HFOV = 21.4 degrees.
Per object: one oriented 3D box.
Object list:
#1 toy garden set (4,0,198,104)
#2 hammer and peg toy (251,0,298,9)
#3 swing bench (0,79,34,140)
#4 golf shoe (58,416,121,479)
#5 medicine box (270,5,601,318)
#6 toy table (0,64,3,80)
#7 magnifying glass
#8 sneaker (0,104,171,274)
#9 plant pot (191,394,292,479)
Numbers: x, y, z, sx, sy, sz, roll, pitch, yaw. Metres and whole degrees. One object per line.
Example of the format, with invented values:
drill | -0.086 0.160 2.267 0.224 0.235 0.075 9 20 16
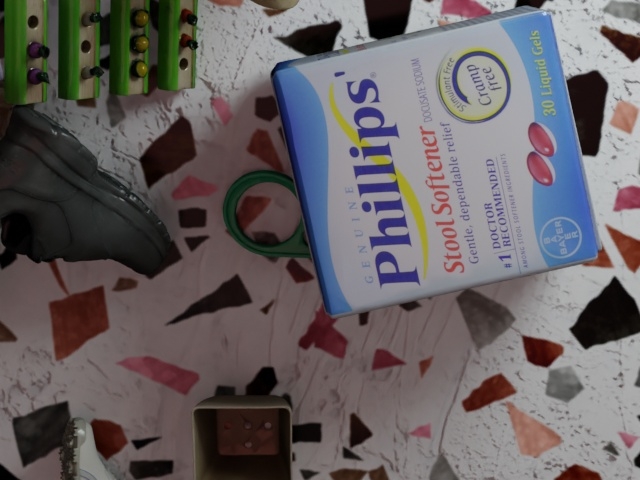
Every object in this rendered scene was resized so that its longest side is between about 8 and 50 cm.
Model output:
toy garden set | -0.206 -0.245 1.707 0.049 0.244 0.204 14 108 41
hammer and peg toy | -0.059 -0.373 1.606 0.266 0.361 0.127 26 123 -4
swing bench | -0.450 -0.066 1.785 0.254 0.165 0.253 17 102 -8
golf shoe | -0.249 0.279 1.919 0.086 0.069 0.176 -8 107 -17
medicine box | 0.116 -0.084 1.759 0.289 0.149 0.264 -13 99 1
toy table | -0.406 -0.232 1.567 0.160 0.252 0.274 -21 133 -13
magnifying glass | 0.000 0.000 1.860 0.231 0.026 0.092 28 102 -3
sneaker | -0.263 -0.026 1.753 0.130 0.109 0.286 -53 142 -7
plant pot | -0.083 0.221 1.874 0.109 0.096 0.109 0 102 2
